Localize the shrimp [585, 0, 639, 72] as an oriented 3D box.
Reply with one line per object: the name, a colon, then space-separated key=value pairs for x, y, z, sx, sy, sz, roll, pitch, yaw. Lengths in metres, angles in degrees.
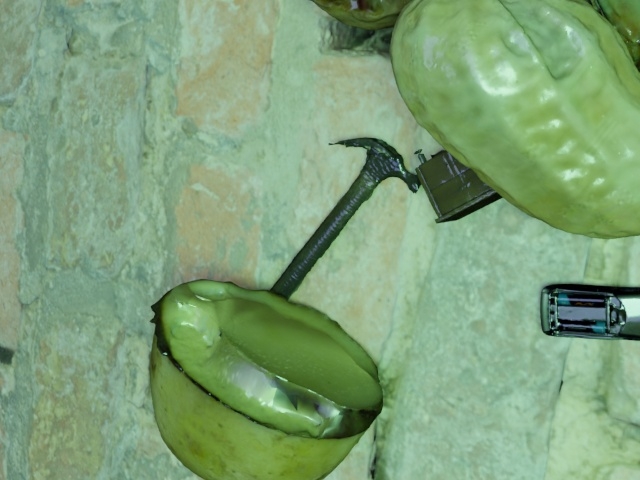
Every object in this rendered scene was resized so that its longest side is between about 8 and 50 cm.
shrimp: x=0.265 y=-0.248 z=0.668 sx=0.061 sy=0.145 sz=0.267 roll=-36 pitch=99 yaw=-15

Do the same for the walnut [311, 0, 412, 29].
walnut: x=0.082 y=-0.303 z=0.741 sx=0.204 sy=0.141 sz=0.238 roll=-39 pitch=40 yaw=22

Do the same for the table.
table: x=0.155 y=-0.074 z=0.757 sx=0.083 sy=0.070 sz=0.082 roll=-29 pitch=79 yaw=29

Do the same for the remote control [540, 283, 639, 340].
remote control: x=0.326 y=0.074 z=0.692 sx=0.212 sy=0.028 sz=0.059 roll=0 pitch=92 yaw=30

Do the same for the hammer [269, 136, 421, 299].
hammer: x=0.000 y=0.000 z=0.877 sx=0.125 sy=0.027 sz=0.297 roll=44 pitch=113 yaw=20

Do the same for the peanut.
peanut: x=0.214 y=-0.112 z=0.647 sx=0.340 sy=0.158 sz=0.174 roll=41 pitch=85 yaw=-7

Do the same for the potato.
potato: x=-0.084 y=0.193 z=0.838 sx=0.285 sy=0.242 sz=0.243 roll=20 pitch=104 yaw=1
